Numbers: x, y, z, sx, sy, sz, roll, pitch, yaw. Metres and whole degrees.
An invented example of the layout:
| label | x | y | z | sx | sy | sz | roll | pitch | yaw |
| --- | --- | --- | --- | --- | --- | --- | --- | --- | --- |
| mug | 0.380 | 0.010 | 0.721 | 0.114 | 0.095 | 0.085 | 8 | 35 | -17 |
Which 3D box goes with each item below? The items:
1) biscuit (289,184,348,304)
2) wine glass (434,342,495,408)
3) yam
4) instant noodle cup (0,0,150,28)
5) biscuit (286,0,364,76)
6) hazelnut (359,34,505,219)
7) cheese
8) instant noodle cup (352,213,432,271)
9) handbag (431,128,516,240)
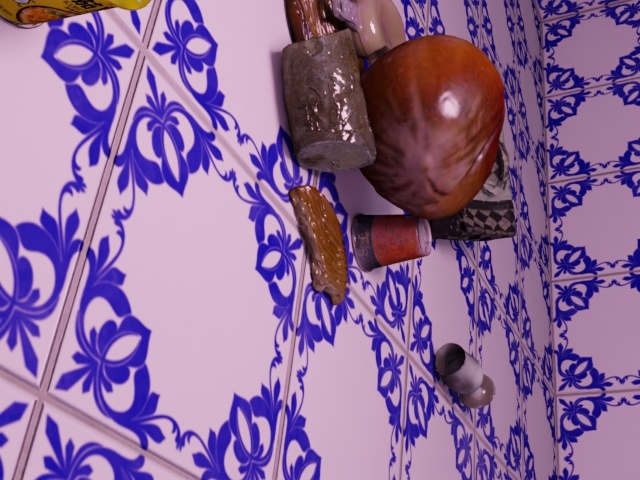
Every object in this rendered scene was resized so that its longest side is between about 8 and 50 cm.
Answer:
| label | x | y | z | sx | sy | sz | roll | pitch | yaw |
| --- | --- | --- | --- | --- | --- | --- | --- | --- | --- |
| biscuit | 0.001 | 0.000 | 1.549 | 0.228 | 0.031 | 0.176 | 55 | 34 | -44 |
| wine glass | 0.351 | 0.330 | 2.100 | 0.222 | 0.103 | 0.103 | 49 | 39 | -48 |
| yam | 0.009 | -0.248 | 1.519 | 0.154 | 0.154 | 0.254 | -11 | 92 | -65 |
| instant noodle cup | -0.285 | -0.317 | 0.922 | 0.182 | 0.144 | 0.182 | 36 | 49 | -56 |
| biscuit | 0.017 | -0.423 | 1.721 | 0.318 | 0.040 | 0.317 | -9 | 90 | -66 |
| hazelnut | 0.202 | -0.216 | 1.660 | 0.372 | 0.315 | 0.372 | -7 | 90 | -78 |
| cheese | 0.089 | -0.440 | 1.745 | 0.286 | 0.082 | 0.163 | -1 | 82 | -62 |
| instant noodle cup | 0.149 | -0.004 | 1.739 | 0.127 | 0.136 | 0.127 | -8 | 90 | -66 |
| handbag | 0.367 | -0.204 | 2.249 | 0.317 | 0.180 | 0.416 | 1 | 81 | -52 |
